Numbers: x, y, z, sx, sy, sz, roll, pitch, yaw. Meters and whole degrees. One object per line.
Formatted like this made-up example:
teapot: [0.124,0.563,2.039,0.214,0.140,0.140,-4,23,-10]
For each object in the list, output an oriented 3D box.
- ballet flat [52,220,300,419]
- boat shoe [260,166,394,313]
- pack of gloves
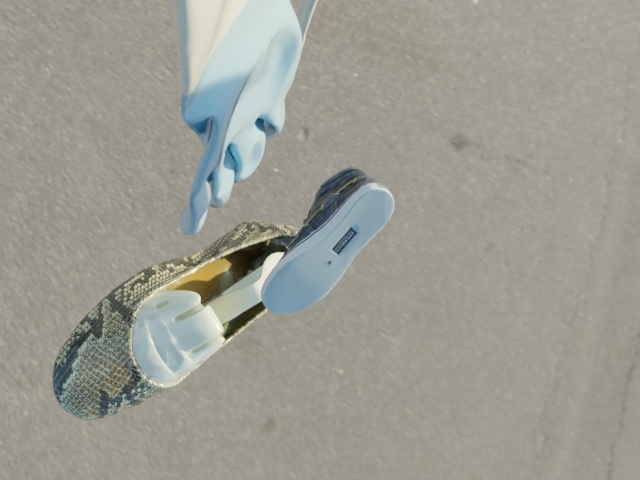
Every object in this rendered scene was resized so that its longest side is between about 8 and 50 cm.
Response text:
ballet flat: [-0.161,0.090,1.567,0.483,0.182,0.164,-35,110,-47]
boat shoe: [0.000,0.000,1.219,0.183,0.083,0.065,-44,120,2]
pack of gloves: [0.010,-0.104,0.396,0.232,0.046,0.195,108,7,-69]
